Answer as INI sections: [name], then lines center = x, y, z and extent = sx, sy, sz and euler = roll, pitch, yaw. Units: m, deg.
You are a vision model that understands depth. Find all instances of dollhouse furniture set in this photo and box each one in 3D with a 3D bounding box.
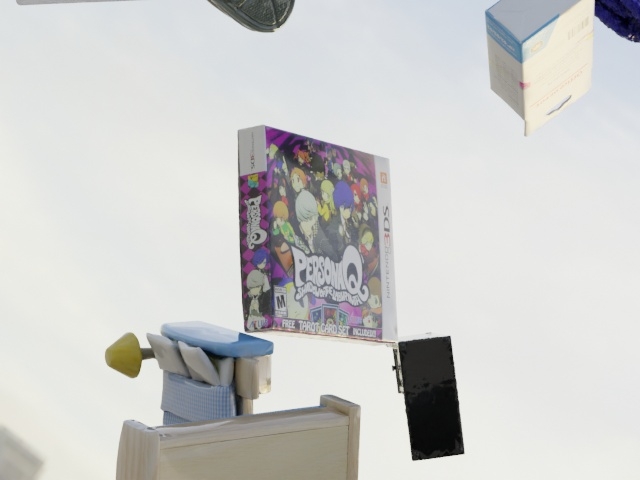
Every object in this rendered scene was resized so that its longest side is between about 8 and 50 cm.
[dollhouse furniture set]
center = -0.133, 0.234, 1.422
extent = 0.198, 0.287, 0.303
euler = -3, 9, -32

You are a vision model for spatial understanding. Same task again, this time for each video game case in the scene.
[video game case]
center = 0.000, 0.000, 1.715
extent = 0.041, 0.210, 0.232
euler = -10, -13, 35

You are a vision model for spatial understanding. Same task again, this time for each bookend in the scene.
[bookend]
center = 0.136, 0.205, 2.184
extent = 0.072, 0.156, 0.157
euler = -7, 0, -6

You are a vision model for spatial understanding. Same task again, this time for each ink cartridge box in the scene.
[ink cartridge box]
center = 0.236, -0.203, 1.749
extent = 0.061, 0.104, 0.181
euler = 47, -14, 28

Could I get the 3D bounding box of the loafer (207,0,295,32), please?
[loafer]
center = -0.137, -0.296, 1.583
extent = 0.267, 0.096, 0.084
euler = 43, -15, -34

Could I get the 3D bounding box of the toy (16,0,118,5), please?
[toy]
center = -0.148, -0.277, 1.406
extent = 0.056, 0.237, 0.137
euler = -176, -99, -68

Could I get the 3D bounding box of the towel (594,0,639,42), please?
[towel]
center = 0.350, -0.397, 1.861
extent = 0.227, 0.308, 0.076
euler = 35, -32, -19
